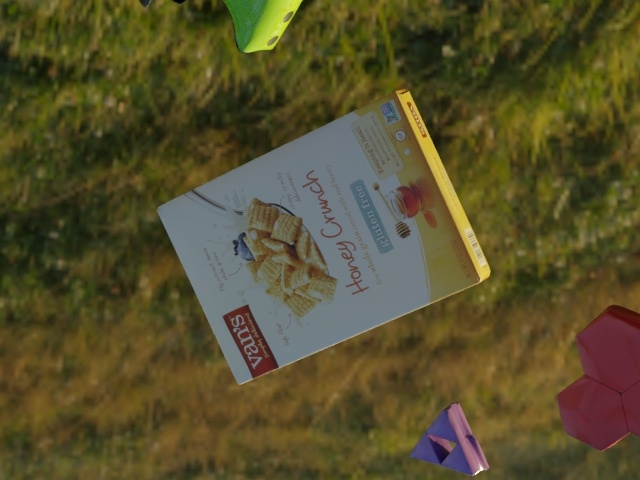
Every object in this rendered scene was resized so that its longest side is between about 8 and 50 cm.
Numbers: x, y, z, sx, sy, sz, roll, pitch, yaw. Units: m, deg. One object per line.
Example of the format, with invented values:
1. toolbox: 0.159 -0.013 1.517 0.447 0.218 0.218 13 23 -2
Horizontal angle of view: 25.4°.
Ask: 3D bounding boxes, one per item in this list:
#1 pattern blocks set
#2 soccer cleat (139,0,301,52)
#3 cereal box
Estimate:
1. pattern blocks set: 0.168 0.224 0.788 0.285 0.325 0.026 -39 172 38
2. soccer cleat: -0.077 -0.146 0.609 0.060 0.179 0.072 -20 142 -52
3. cereal box: 0.000 0.000 1.198 0.240 0.173 0.047 -25 179 20
